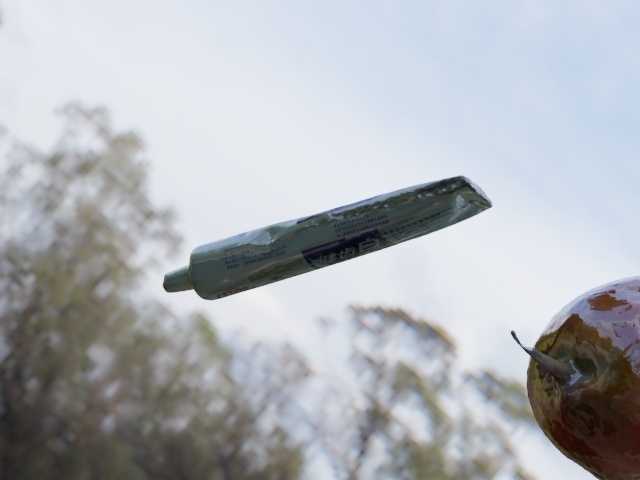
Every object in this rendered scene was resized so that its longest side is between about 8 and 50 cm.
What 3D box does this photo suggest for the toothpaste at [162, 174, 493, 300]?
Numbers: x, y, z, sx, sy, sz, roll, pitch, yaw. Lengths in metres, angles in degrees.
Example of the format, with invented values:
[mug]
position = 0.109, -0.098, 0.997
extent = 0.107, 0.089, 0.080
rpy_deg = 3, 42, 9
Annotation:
[toothpaste]
position = 0.000, 0.000, 1.236
extent = 0.060, 0.233, 0.038
rpy_deg = 33, 45, -61

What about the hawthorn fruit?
[hawthorn fruit]
position = 0.186, 0.095, 1.169
extent = 0.149, 0.189, 0.149
rpy_deg = 170, -90, -69
